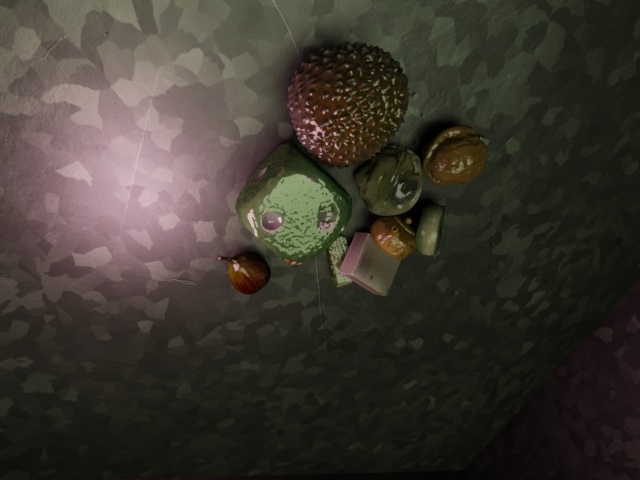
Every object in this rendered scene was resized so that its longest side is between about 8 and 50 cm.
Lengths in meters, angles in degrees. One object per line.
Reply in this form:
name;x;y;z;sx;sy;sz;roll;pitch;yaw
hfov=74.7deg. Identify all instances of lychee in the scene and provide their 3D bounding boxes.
lychee;0.080;-0.432;1.355;0.380;0.381;0.432;34;147;-33

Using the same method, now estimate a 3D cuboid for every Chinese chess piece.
Chinese chess piece;0.487;-0.049;1.847;0.092;0.238;0.238;13;127;21

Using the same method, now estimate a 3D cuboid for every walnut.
walnut;0.524;-0.332;1.666;0.256;0.224;0.257;-9;123;-15

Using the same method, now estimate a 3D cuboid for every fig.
fig;-0.327;0.115;1.725;0.170;0.146;0.274;-37;140;7

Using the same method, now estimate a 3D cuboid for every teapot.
teapot;0.332;-0.034;1.797;0.167;0.203;0.311;-48;167;16

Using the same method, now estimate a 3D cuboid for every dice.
dice;-0.091;-0.136;1.513;0.330;0.322;0.318;39;101;-22

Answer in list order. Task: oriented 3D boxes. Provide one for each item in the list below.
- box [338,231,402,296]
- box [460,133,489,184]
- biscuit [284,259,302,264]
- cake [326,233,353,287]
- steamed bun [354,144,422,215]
box;0.231;0.109;1.886;0.251;0.106;0.203;33;75;-34
box;0.642;-0.348;1.810;0.055;0.040;0.218;11;119;-26
biscuit;0.000;0.000;1.746;0.339;0.047;0.216;-39;170;9
cake;0.084;0.083;1.920;0.100;0.099;0.236;-16;105;-7
steamed bun;0.302;-0.216;1.685;0.267;0.207;0.280;-27;129;1
